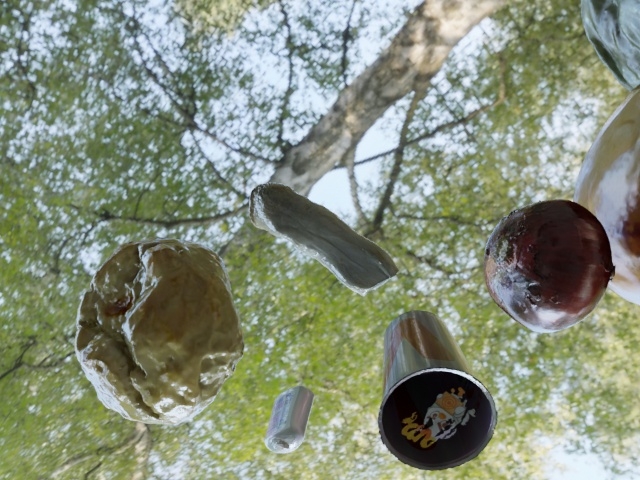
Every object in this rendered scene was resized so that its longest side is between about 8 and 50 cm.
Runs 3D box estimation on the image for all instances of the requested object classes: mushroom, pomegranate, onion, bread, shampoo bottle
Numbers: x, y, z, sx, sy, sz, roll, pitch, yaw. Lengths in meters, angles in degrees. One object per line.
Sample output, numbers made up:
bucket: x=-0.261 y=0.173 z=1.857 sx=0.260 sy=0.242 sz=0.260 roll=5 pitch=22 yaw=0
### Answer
mushroom: x=0.002 y=-0.003 z=0.803 sx=0.059 sy=0.202 sz=0.054 roll=-55 pitch=-35 yaw=-4
pomegranate: x=0.427 y=-0.054 z=0.835 sx=0.319 sy=0.319 sz=0.319 roll=17 pitch=-123 yaw=-27
onion: x=0.216 y=0.023 z=0.727 sx=0.131 sy=0.131 sz=0.131 roll=17 pitch=-123 yaw=-27
bread: x=-0.204 y=0.102 z=0.939 sx=0.134 sy=0.244 sz=0.244 roll=34 pitch=-133 yaw=-43
shampoo bottle: x=-0.048 y=0.272 z=1.149 sx=0.043 sy=0.072 sz=0.099 roll=41 pitch=-145 yaw=-20

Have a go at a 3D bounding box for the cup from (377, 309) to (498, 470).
cup: x=0.189 y=0.247 z=1.386 sx=0.203 sy=0.203 sz=0.288 roll=37 pitch=-164 yaw=-12

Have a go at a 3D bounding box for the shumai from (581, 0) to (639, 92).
shumai: x=0.514 y=-0.316 z=0.894 sx=0.397 sy=0.324 sz=0.323 roll=49 pitch=-176 yaw=16
